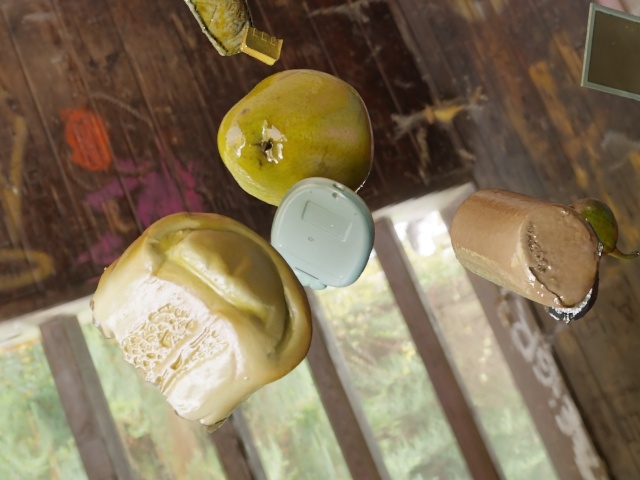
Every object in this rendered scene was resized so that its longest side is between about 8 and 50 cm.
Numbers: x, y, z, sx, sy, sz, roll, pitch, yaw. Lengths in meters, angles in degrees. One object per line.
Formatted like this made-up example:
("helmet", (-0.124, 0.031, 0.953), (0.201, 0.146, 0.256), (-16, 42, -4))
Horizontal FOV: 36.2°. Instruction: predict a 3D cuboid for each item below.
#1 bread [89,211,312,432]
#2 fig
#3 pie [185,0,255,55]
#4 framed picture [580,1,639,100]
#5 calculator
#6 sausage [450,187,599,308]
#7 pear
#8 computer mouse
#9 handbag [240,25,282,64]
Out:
("bread", (-0.170, 0.100, 1.515), (0.270, 0.316, 0.211), (-45, -177, 23))
("fig", (0.602, -0.001, 2.084), (0.236, 0.124, 0.124), (32, 133, -31))
("pie", (-0.226, -0.527, 2.198), (0.129, 0.068, 0.282), (-33, 145, -2))
("framed picture", (0.517, -0.312, 1.653), (0.183, 0.142, 0.011), (8, 178, -26))
("calculator", (0.000, 0.000, 1.722), (0.042, 0.184, 0.295), (-58, 172, -38))
("sausage", (0.254, 0.004, 1.222), (0.123, 0.123, 0.253), (-21, -169, -8))
("pear", (-0.051, -0.176, 1.824), (0.336, 0.285, 0.285), (-31, 176, -43))
("computer mouse", (0.392, 0.044, 1.542), (0.099, 0.172, 0.057), (4, -175, 15))
("handbag", (-0.125, -0.414, 2.074), (0.083, 0.061, 0.027), (23, 152, -23))
